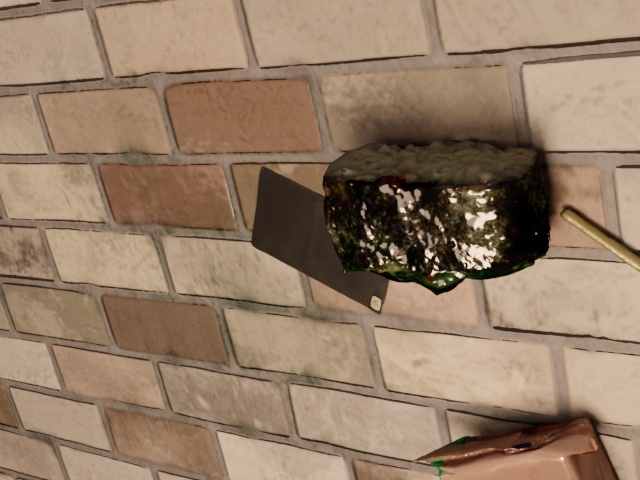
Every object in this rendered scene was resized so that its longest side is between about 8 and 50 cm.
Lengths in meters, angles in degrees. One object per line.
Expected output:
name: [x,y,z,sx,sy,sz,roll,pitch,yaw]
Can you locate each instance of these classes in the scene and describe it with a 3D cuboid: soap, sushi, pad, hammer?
soap: [0.251,0.324,1.117,0.218,0.098,0.273,-18,102,40]
sushi: [0.112,-0.026,1.015,0.225,0.124,0.127,2,116,31]
pad: [0.000,0.000,1.200,0.193,0.004,0.116,28,128,24]
hammer: [0.303,0.034,0.973,0.195,0.028,0.060,38,140,19]
